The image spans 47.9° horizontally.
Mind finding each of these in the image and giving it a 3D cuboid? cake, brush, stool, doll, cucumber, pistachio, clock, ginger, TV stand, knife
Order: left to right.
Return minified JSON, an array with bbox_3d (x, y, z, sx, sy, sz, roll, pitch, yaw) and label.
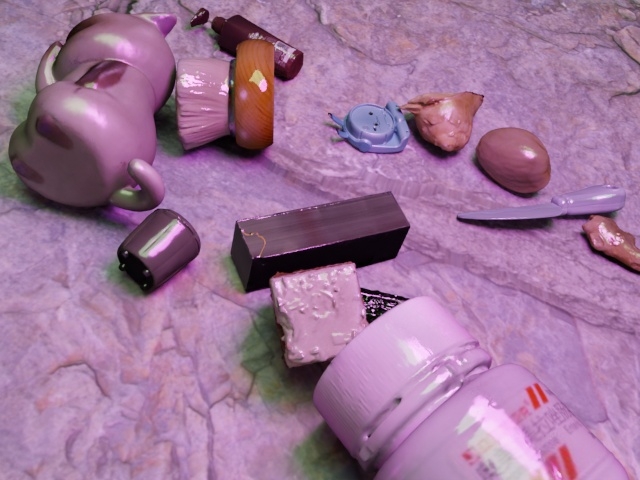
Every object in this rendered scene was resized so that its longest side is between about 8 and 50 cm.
[{"bbox_3d":[-0.352,-0.212,1.146,0.225,0.215,0.371,14,50,-22],"label":"doll"},{"bbox_3d":[-0.240,0.013,1.066,0.096,0.096,0.110,33,57,14],"label":"stool"},{"bbox_3d":[-0.161,-0.273,1.278,0.166,0.174,0.267,1,39,-1],"label":"brush"},{"bbox_3d":[0.000,0.000,1.136,0.269,0.088,0.083,-12,57,-22],"label":"TV stand"},{"bbox_3d":[0.001,0.098,0.987,0.134,0.147,0.135,-10,86,-8],"label":"cake"},{"bbox_3d":[0.045,0.093,1.094,0.187,0.058,0.058,9,50,-7],"label":"cucumber"},{"bbox_3d":[0.088,-0.214,1.357,0.147,0.045,0.108,-4,52,-16],"label":"clock"},{"bbox_3d":[0.259,-0.232,1.393,0.193,0.115,0.123,-16,85,-43],"label":"ginger"},{"bbox_3d":[0.360,-0.152,1.341,0.149,0.113,0.113,24,49,26],"label":"pistachio"},{"bbox_3d":[0.408,-0.057,1.298,0.331,0.044,0.080,-9,22,-17],"label":"knife"},{"bbox_3d":[0.546,0.015,1.284,0.173,0.051,0.069,33,46,5],"label":"ginger"}]

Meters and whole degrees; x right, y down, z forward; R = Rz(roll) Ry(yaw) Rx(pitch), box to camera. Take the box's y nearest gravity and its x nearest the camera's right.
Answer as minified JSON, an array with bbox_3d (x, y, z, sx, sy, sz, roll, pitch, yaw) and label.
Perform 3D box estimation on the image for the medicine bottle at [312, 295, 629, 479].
[{"bbox_3d":[0.168,0.250,0.868,0.256,0.256,0.325,-25,60,-29],"label":"medicine bottle"}]

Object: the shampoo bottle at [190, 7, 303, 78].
[{"bbox_3d":[-0.147,-0.397,1.437,0.236,0.067,0.068,31,42,12],"label":"shampoo bottle"}]
